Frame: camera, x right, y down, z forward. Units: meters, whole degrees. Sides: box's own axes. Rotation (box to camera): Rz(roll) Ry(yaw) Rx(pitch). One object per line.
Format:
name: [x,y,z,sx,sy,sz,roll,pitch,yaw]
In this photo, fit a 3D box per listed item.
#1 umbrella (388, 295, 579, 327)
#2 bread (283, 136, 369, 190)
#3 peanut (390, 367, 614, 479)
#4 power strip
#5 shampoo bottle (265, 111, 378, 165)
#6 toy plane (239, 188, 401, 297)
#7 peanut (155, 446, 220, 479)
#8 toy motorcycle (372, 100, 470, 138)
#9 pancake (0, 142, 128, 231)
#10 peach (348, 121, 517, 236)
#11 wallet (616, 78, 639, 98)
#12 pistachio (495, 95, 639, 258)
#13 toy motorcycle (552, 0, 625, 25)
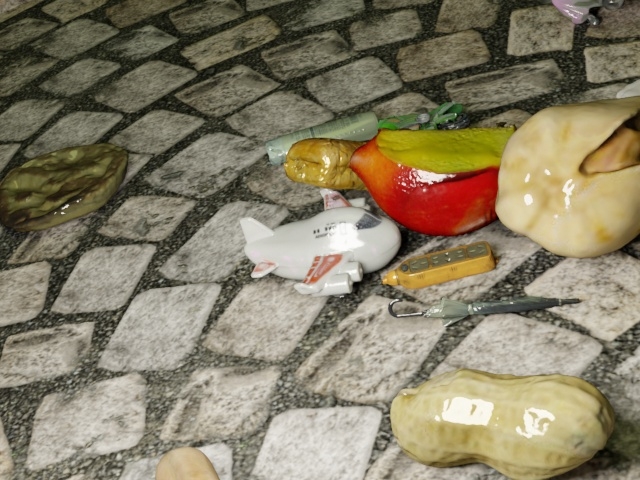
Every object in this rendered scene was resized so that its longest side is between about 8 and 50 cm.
umbrella: [0.230,0.101,1.684,0.269,0.044,0.044,-1,9,8]
bread: [0.046,-0.126,1.973,0.114,0.083,0.211,10,5,44]
peanut: [0.212,0.218,1.426,0.290,0.130,0.130,1,36,36]
power strip: [0.179,0.040,1.793,0.178,0.028,0.049,-14,34,6]
shampoo bottle: [0.004,-0.188,2.194,0.213,0.049,0.072,-15,37,2]
toy plane: [0.001,0.003,1.851,0.252,0.118,0.252,-10,35,7]
peanut: [-0.162,0.316,1.501,0.076,0.076,0.152,-26,31,-13]
toy motorcycle: [0.171,-0.196,2.119,0.190,0.074,0.106,-16,24,2]
pancake: [-0.500,-0.105,2.303,0.295,0.049,0.294,-14,30,8]
peach: [0.176,-0.084,1.850,0.268,0.158,0.154,0,30,3]
wallet: [0.599,-0.237,2.010,0.124,0.031,0.183,-29,33,-17]
pistachio: [0.394,-0.098,1.730,0.321,0.229,0.238,-26,-1,-28]
toy motorcycle: [0.588,-0.514,2.325,0.327,0.188,0.143,-2,43,-3]
